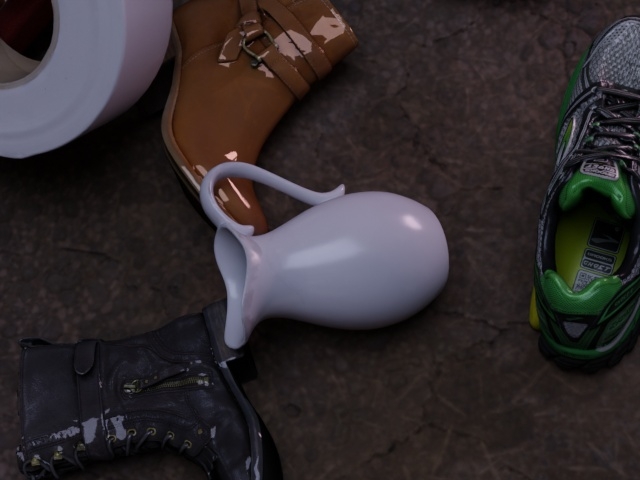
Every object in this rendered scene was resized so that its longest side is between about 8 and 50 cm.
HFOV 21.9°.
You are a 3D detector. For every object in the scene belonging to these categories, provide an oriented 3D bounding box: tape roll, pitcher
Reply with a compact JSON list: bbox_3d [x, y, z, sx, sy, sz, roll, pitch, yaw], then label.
[{"bbox_3d":[-0.284,-0.225,1.547,0.286,0.100,0.286,8,111,21],"label":"tape roll"},{"bbox_3d":[0.000,0.000,1.512,0.207,0.125,0.178,-8,71,-21],"label":"pitcher"}]

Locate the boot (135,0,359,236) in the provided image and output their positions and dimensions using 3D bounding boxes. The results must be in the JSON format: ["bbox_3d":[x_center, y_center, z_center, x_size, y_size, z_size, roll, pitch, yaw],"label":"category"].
[{"bbox_3d":[-0.056,-0.135,1.622,0.220,0.109,0.283,-27,57,-6],"label":"boot"}]

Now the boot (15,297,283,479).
[{"bbox_3d":[-0.163,0.181,1.508,0.229,0.091,0.263,-17,57,2],"label":"boot"}]

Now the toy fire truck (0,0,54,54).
[{"bbox_3d":[-0.378,-0.311,1.713,0.254,0.169,0.302,-47,70,10],"label":"toy fire truck"}]

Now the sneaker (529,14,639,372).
[{"bbox_3d":[0.273,-0.059,1.513,0.134,0.146,0.343,8,67,11],"label":"sneaker"}]
